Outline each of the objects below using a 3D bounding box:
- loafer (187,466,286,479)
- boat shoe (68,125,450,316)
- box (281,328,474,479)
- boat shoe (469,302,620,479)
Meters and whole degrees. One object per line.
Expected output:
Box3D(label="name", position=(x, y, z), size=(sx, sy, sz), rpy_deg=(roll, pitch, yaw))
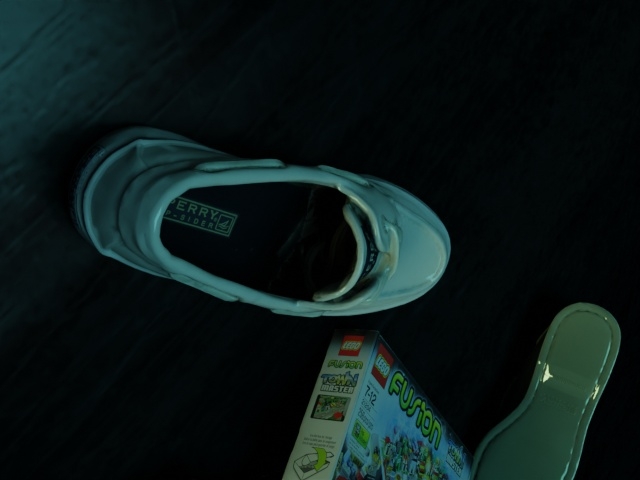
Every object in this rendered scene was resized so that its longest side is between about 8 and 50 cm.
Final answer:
Box3D(label="loafer", position=(-0.086, 0.181, 0.439), size=(0.220, 0.080, 0.078), rpy_deg=(4, 82, -52))
Box3D(label="boat shoe", position=(0.000, 0.000, 0.416), size=(0.267, 0.088, 0.096), rpy_deg=(18, 95, -44))
Box3D(label="box", position=(0.052, 0.166, 0.541), size=(0.207, 0.036, 0.114), rpy_deg=(53, 47, -41))
Box3D(label="boat shoe", position=(0.201, 0.164, 0.670), size=(0.227, 0.081, 0.069), rpy_deg=(-62, 163, 1))
